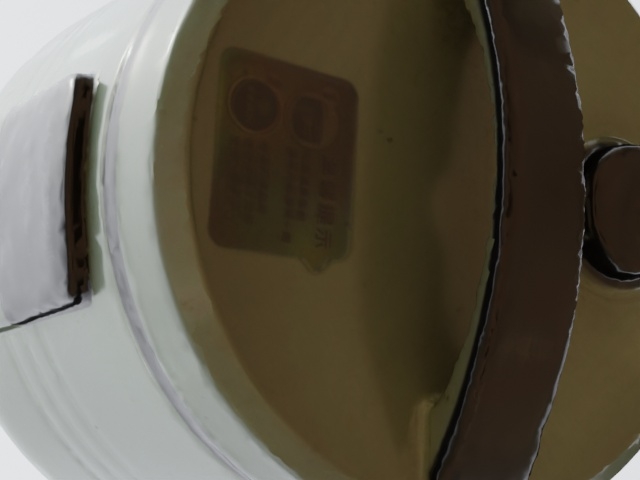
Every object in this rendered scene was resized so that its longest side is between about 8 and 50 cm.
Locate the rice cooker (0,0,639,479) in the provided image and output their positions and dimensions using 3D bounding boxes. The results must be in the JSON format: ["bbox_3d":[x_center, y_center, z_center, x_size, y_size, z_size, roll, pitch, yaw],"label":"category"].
[{"bbox_3d":[0.000,0.000,0.645,0.226,0.244,0.226,6,-100,-34],"label":"rice cooker"}]
